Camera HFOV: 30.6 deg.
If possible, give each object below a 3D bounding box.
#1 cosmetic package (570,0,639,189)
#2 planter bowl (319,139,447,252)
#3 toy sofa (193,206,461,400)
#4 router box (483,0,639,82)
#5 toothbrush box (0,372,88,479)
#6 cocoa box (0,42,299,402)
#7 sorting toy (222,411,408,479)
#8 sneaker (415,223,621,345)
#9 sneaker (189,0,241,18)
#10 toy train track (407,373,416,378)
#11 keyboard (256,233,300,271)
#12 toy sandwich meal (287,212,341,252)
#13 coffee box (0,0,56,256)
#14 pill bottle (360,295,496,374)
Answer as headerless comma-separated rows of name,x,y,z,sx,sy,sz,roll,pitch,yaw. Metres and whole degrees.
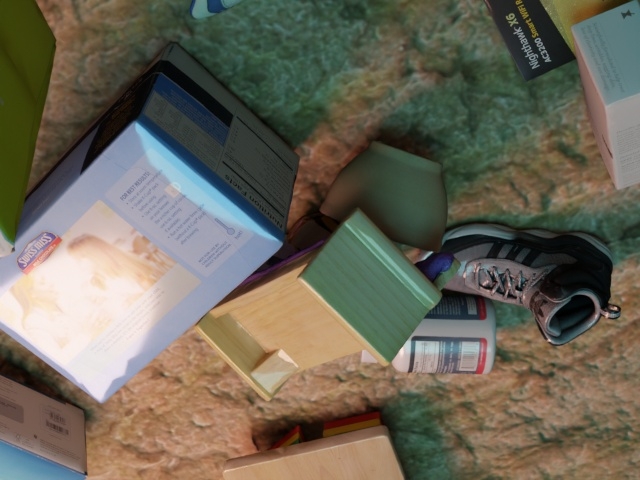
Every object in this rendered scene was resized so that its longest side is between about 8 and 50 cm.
cosmetic package,0.354,-0.161,1.353,0.085,0.117,0.231,-21,153,11
planter bowl,0.092,-0.062,1.475,0.162,0.162,0.109,18,95,-11
toy sofa,0.000,0.071,1.471,0.150,0.177,0.362,45,152,-9
router box,0.271,-0.362,1.298,0.242,0.081,0.309,-25,121,17
toothbrush box,-0.521,0.333,1.726,0.295,0.126,0.216,-37,132,22
cocoa box,-0.227,-0.019,1.440,0.231,0.228,0.347,40,116,-19
sorting toy,0.013,0.386,1.808,0.255,0.089,0.257,-14,124,10
sneaker,0.262,0.058,1.542,0.268,0.153,0.101,1,124,0
sneaker,-0.186,-0.362,1.283,0.131,0.112,0.296,-36,117,22
toy train track,0.145,0.169,1.706,0.048,0.014,0.083,10,130,-15
keyboard,-0.055,0.022,1.608,0.256,0.014,0.072,21,127,-13
toy sandwich meal,0.000,0.000,1.570,0.085,0.029,0.086,-2,111,-5
coffee box,-0.477,-0.174,1.074,0.334,0.338,0.338,-14,132,10
pill bottle,0.146,0.130,1.620,0.180,0.108,0.108,2,124,-1
